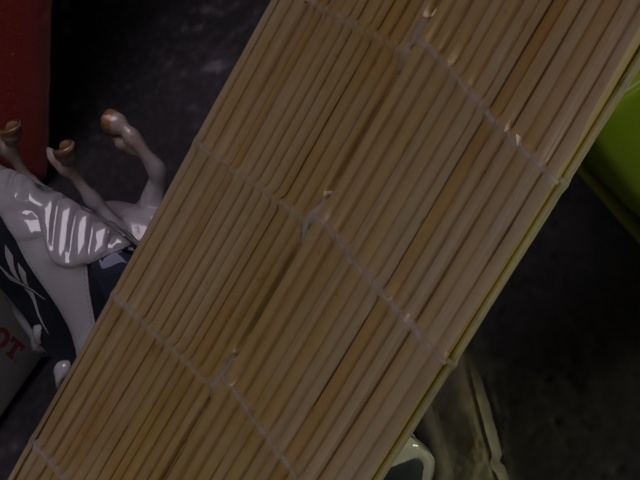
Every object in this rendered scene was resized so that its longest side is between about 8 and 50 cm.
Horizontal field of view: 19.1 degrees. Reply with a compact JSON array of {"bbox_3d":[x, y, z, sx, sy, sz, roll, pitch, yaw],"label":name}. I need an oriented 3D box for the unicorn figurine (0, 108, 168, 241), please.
[{"bbox_3d":[-0.095,-0.001,0.856,0.060,0.111,0.162,-38,27,-23],"label":"unicorn figurine"}]

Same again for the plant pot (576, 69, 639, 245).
[{"bbox_3d":[0.154,-0.121,0.722,0.228,0.207,0.227,-37,51,2],"label":"plant pot"}]

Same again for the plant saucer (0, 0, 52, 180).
[{"bbox_3d":[-0.228,-0.183,0.946,0.048,0.258,0.259,-20,38,-39],"label":"plant saucer"}]

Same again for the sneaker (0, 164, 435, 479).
[{"bbox_3d":[-0.088,0.082,0.759,0.235,0.094,0.153,35,87,-1],"label":"sneaker"}]

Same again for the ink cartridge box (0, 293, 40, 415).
[{"bbox_3d":[-0.237,0.074,0.835,0.093,0.154,0.212,23,73,36],"label":"ink cartridge box"}]

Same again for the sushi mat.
[{"bbox_3d":[0.000,0.000,0.632,0.151,0.019,0.316,45,111,43],"label":"sushi mat"}]
